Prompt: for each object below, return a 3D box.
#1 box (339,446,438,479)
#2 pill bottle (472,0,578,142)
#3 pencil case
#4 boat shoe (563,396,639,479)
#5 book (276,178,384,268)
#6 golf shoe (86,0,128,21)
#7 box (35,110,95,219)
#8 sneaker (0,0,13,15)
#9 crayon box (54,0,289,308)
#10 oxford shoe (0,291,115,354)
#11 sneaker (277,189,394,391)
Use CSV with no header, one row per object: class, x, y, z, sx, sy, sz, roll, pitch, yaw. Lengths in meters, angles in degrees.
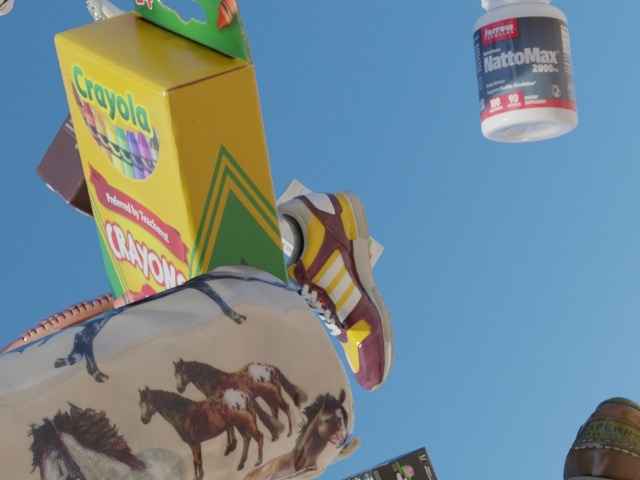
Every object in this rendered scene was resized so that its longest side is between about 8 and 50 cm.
box,0.074,0.259,1.647,0.083,0.052,0.062,-15,-8,-40
pill bottle,0.225,-0.208,1.740,0.108,0.108,0.180,14,-111,-60
pencil case,-0.160,0.151,1.026,0.410,0.160,0.183,-23,-86,-35
boat shoe,0.257,0.230,1.303,0.307,0.111,0.104,77,-153,-61
book,0.000,0.000,1.926,0.035,0.144,0.096,-44,10,42
golf shoe,-0.222,-0.267,2.026,0.086,0.176,0.069,-49,5,-9
box,-0.271,-0.127,2.234,0.167,0.168,0.203,29,-85,-33
sneaker,-0.374,-0.314,1.780,0.040,0.109,0.044,-15,-2,-3
crayon box,-0.118,-0.054,1.244,0.081,0.202,0.318,-22,-62,-26
oxford shoe,-0.358,0.181,2.049,0.397,0.146,0.140,-28,2,-8
sneaker,0.007,0.049,1.394,0.084,0.185,0.069,-8,-14,-22
